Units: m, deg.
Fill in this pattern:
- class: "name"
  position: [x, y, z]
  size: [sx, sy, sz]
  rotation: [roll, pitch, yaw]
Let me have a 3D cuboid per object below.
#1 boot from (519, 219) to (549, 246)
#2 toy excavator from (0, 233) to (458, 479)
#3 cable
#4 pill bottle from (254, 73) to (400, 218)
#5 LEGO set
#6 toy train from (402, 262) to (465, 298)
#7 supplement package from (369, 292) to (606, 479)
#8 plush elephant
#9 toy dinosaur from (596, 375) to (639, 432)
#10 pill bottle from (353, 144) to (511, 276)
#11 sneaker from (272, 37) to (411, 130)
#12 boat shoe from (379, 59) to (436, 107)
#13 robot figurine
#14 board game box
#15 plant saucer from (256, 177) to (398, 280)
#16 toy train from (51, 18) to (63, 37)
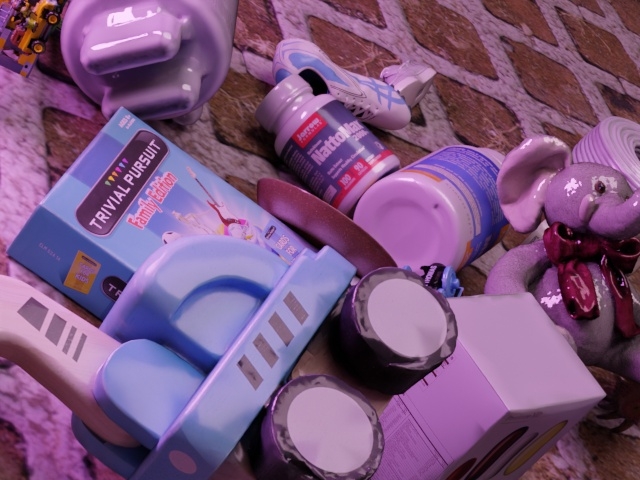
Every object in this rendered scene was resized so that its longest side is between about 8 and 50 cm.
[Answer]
- class: "boot"
  position: [0.412, 0.020, 2.282]
  size: [0.176, 0.088, 0.244]
  rotation: [45, 38, 8]
- class: "toy excavator"
  position: [-0.171, 0.111, 1.346]
  size: [0.445, 0.222, 0.433]
  rotation: [37, 50, 1]
- class: "cable"
  position: [0.544, -0.099, 2.585]
  size: [0.257, 0.089, 0.257]
  rotation: [0, 48, -49]
- class: "pill bottle"
  position: [0.004, -0.124, 1.982]
  size: [0.180, 0.108, 0.108]
  rotation: [44, 30, 9]
- class: "LEGO set"
  position: [-0.365, -0.334, 1.705]
  size: [0.192, 0.255, 0.331]
  rotation: [25, 29, -17]
- class: "toy train"
  position: [0.120, 0.103, 1.810]
  size: [0.080, 0.105, 0.184]
  rotation: [0, 32, 21]
- class: "supplement package"
  position: [0.151, 0.178, 1.640]
  size: [0.194, 0.203, 0.149]
  rotation: [-1, 49, -49]
- class: "plush elephant"
  position: [0.330, 0.020, 1.875]
  size: [0.272, 0.255, 0.330]
  rotation: [13, 9, -19]
- class: "toy dinosaur"
  position: [0.441, 0.185, 2.051]
  size: [0.296, 0.127, 0.200]
  rotation: [34, 44, -54]
- class: "pill bottle"
  position: [0.165, -0.040, 2.006]
  size: [0.152, 0.152, 0.272]
  rotation: [46, 30, 10]
- class: "sneaker"
  position: [0.028, -0.201, 2.159]
  size: [0.237, 0.085, 0.086]
  rotation: [24, 59, -32]
- class: "boat shoe"
  position: [0.121, -0.238, 2.323]
  size: [0.063, 0.066, 0.184]
  rotation: [30, 30, 11]
- class: "robot figurine"
  position: [-0.199, -0.282, 1.862]
  size: [0.353, 0.200, 0.300]
  rotation: [-88, 167, -51]
- class: "board game box"
  position: [-0.134, 0.028, 1.645]
  size: [0.336, 0.079, 0.254]
  rotation: [36, 29, -7]
- class: "plant saucer"
  position: [0.000, 0.000, 1.792]
  size: [0.198, 0.036, 0.198]
  rotation: [33, -13, 9]
- class: "toy train"
  position: [-0.325, -0.263, 1.887]
  size: [0.083, 0.017, 0.024]
  rotation: [32, 41, -15]
